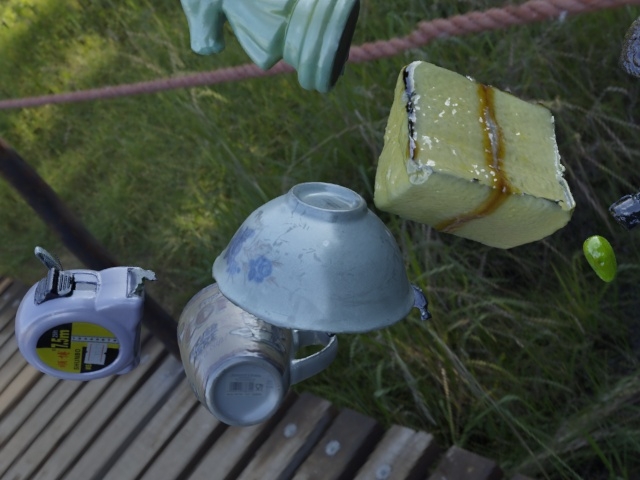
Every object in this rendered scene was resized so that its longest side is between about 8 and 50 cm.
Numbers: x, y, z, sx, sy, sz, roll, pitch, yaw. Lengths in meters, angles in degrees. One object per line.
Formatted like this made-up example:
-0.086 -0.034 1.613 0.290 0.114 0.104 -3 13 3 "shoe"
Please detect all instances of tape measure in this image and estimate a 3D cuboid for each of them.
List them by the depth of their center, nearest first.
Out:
-0.336 0.110 1.171 0.105 0.178 0.196 -101 25 -44 "tape measure"

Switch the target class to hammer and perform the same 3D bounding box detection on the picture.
0.094 0.126 1.450 0.201 0.078 0.021 -20 -5 25 "hammer"

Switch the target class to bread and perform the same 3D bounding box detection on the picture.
0.234 -0.141 1.198 0.198 0.263 0.236 156 128 -68 "bread"

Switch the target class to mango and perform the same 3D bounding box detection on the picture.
0.601 0.040 1.772 0.056 0.108 0.073 -24 9 4 "mango"

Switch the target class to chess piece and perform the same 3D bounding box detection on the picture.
-0.096 -0.353 1.299 0.298 0.176 0.176 21 54 4 "chess piece"

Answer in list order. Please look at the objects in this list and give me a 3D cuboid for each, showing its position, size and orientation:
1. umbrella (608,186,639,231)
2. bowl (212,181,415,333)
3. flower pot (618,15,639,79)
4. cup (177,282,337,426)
0.669 -0.104 1.406 0.336 0.128 0.154 -38 37 0 "umbrella"
0.000 0.000 1.228 0.313 0.146 0.313 7 25 -3 "bowl"
0.851 -0.504 1.903 0.266 0.267 0.266 6 28 -3 "flower pot"
-0.108 0.222 1.528 0.301 0.227 0.257 -4 22 -10 "cup"
